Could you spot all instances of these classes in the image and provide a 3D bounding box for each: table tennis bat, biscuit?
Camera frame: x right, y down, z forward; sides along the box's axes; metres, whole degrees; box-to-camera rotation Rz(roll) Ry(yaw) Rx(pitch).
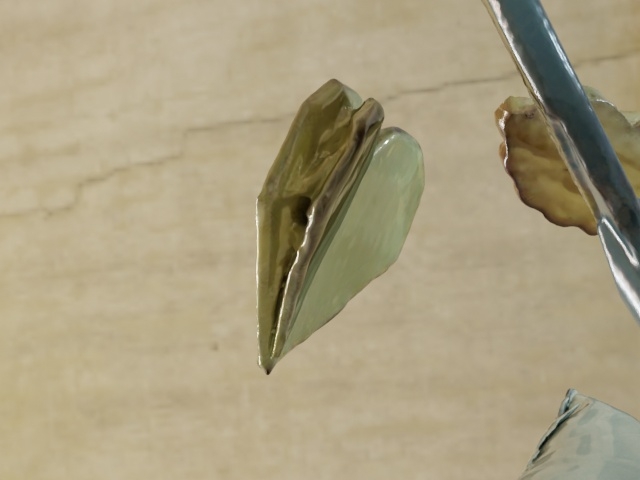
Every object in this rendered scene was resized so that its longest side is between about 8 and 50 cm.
[{"bbox_3d":[0.127,-0.054,0.703,0.044,0.329,0.215,-27,-29,9],"label":"table tennis bat"},{"bbox_3d":[0.202,-0.060,1.000,0.183,0.061,0.118,4,-51,-8],"label":"biscuit"}]

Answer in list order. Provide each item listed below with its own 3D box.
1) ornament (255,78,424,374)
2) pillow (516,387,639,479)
[{"bbox_3d":[0.000,0.000,0.905,0.059,0.180,0.201,25,-1,15],"label":"ornament"},{"bbox_3d":[0.126,0.140,0.343,0.144,0.254,0.078,-36,-19,-51],"label":"pillow"}]
